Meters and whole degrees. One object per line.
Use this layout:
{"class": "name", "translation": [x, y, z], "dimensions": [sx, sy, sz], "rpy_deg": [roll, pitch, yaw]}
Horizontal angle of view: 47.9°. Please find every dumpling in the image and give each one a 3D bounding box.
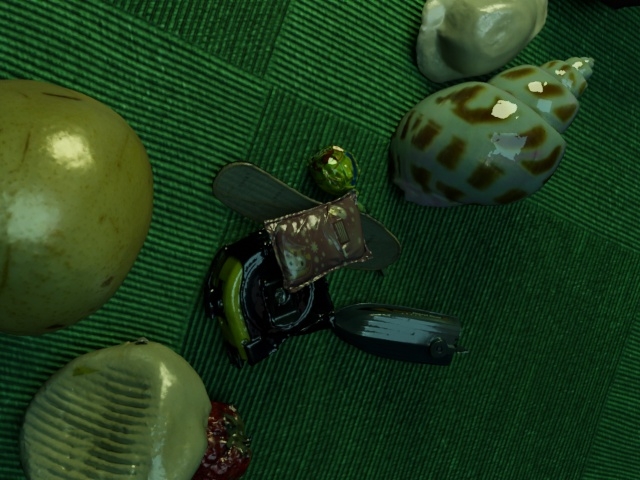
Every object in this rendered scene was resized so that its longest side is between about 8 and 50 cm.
{"class": "dumpling", "translation": [0.271, -0.368, 1.219], "dimensions": [0.250, 0.132, 0.162], "rpy_deg": [-29, 115, 1]}

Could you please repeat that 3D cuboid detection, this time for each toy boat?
{"class": "toy boat", "translation": [0.130, 0.157, 1.258], "dimensions": [0.245, 0.103, 0.093], "rpy_deg": [11, 107, -15]}

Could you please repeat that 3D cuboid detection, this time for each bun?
{"class": "bun", "translation": [-0.268, 0.269, 0.998], "dimensions": [0.259, 0.259, 0.160], "rpy_deg": [-49, 152, -13]}

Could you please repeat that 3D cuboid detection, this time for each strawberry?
{"class": "strawberry", "translation": [-0.178, 0.322, 1.100], "dimensions": [0.148, 0.131, 0.131], "rpy_deg": [-37, 115, 8]}

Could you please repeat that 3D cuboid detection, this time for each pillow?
{"class": "pillow", "translation": [0.000, 0.000, 1.086], "dimensions": [0.184, 0.043, 0.118], "rpy_deg": [-19, 91, -35]}

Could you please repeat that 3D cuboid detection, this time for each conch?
{"class": "conch", "translation": [0.301, -0.190, 1.229], "dimensions": [0.249, 0.197, 0.368], "rpy_deg": [47, 69, -5]}

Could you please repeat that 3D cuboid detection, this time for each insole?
{"class": "insole", "translation": [-0.015, -0.030, 1.155], "dimensions": [0.348, 0.009, 0.119], "rpy_deg": [27, 118, -26]}

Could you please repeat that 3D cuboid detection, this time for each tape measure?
{"class": "tape measure", "translation": [-0.082, 0.081, 1.115], "dimensions": [0.199, 0.112, 0.186], "rpy_deg": [-25, 107, -24]}

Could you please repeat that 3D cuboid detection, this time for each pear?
{"class": "pear", "translation": [-0.350, -0.044, 0.852], "dimensions": [0.309, 0.309, 0.310], "rpy_deg": [-5, 100, -27]}

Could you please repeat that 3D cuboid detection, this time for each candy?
{"class": "candy", "translation": [0.061, -0.042, 1.201], "dimensions": [0.077, 0.073, 0.262], "rpy_deg": [-43, 122, -27]}

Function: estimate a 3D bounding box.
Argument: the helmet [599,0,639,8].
{"class": "helmet", "translation": [0.524, -0.552, 1.284], "dimensions": [0.338, 0.197, 0.271], "rpy_deg": [18, 81, -22]}
